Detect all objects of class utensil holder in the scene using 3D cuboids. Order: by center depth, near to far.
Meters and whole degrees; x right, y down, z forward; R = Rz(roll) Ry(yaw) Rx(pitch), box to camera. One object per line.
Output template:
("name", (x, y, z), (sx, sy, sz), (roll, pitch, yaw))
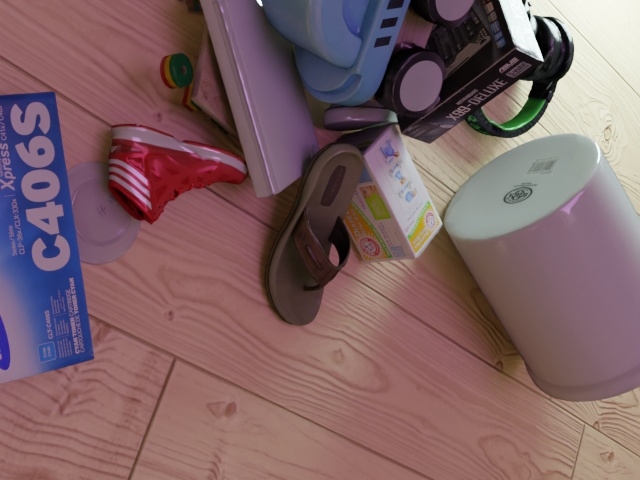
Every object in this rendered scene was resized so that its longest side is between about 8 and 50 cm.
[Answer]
("utensil holder", (0.445, 0.048, 1.841), (0.327, 0.327, 0.385), (-51, 118, -30))

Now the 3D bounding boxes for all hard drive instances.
("hard drive", (-0.084, -0.239, 1.506), (0.203, 0.040, 0.307), (-43, 121, -61))

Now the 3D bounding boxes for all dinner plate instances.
("dinner plate", (-0.302, -0.038, 1.378), (0.141, 0.017, 0.141), (2, 87, -43))

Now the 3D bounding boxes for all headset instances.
("headset", (0.393, -0.383, 1.893), (0.243, 0.185, 0.394), (20, 87, -40))

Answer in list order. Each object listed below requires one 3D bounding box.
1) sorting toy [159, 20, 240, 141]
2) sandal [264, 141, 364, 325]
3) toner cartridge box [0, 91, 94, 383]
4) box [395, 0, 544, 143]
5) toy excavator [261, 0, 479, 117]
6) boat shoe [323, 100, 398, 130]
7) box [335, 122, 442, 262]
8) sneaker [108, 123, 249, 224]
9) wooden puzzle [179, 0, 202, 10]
("sorting toy", (-0.147, -0.226, 1.482), (0.274, 0.046, 0.132), (39, 52, -54))
("sandal", (-0.001, -0.001, 1.552), (0.120, 0.086, 0.303), (0, 115, -43))
("toner cartridge box", (-0.392, -0.005, 1.255), (0.165, 0.075, 0.348), (-12, 97, -40))
("box", (0.200, -0.347, 1.611), (0.076, 0.242, 0.307), (13, 54, -41))
("toy excavator", (0.005, -0.412, 1.412), (0.445, 0.222, 0.433), (4, 113, -40))
("boat shoe", (0.100, -0.236, 1.690), (0.267, 0.096, 0.088), (-13, 93, -42))
("box", (0.097, -0.074, 1.663), (0.103, 0.114, 0.203), (-48, 119, -40))
("sneaker", (-0.206, -0.078, 1.423), (0.221, 0.087, 0.128), (14, 83, -35))
("wooden puzzle", (-0.179, -0.365, 1.500), (0.083, 0.006, 0.049), (-11, 96, -42))
